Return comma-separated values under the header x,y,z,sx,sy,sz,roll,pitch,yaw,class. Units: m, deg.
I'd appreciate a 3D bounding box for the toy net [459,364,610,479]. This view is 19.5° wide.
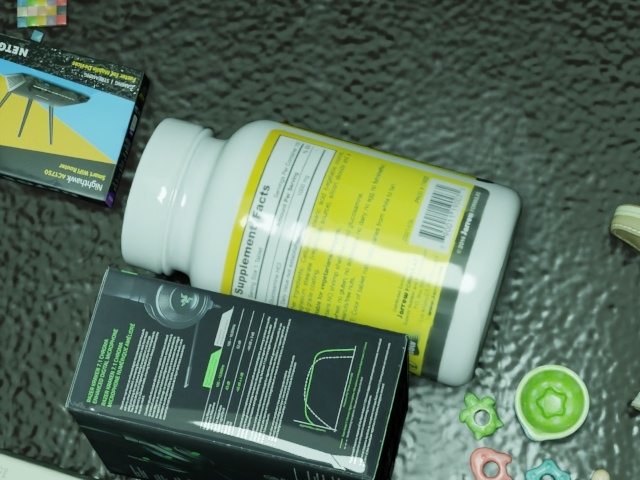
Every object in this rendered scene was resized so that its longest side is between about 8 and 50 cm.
x,y,z,sx,sy,sz,roll,pitch,yaw,class
0.211,0.235,1.695,0.122,0.045,0.232,-18,79,1,toy net

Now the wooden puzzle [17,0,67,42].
x,y,z,sx,sy,sz,roll,pitch,yaw,class
-0.274,-0.236,1.834,0.049,0.006,0.083,-2,80,4,wooden puzzle

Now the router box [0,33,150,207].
x,y,z,sx,sy,sz,roll,pitch,yaw,class
-0.268,-0.119,1.793,0.178,0.046,0.133,15,82,7,router box

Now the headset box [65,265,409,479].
x,y,z,sx,sy,sz,roll,pitch,yaw,class
-0.073,0.144,1.625,0.283,0.246,0.131,12,71,8,headset box

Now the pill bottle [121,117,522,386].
x,y,z,sx,sy,sz,roll,pitch,yaw,class
0.000,0.000,1.681,0.334,0.188,0.188,16,82,8,pill bottle

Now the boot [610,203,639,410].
x,y,z,sx,sy,sz,roll,pitch,yaw,class
0.326,0.080,1.699,0.213,0.077,0.165,34,86,6,boot

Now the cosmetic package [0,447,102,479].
x,y,z,sx,sy,sz,roll,pitch,yaw,class
-0.183,0.277,1.662,0.309,0.160,0.113,17,83,8,cosmetic package
